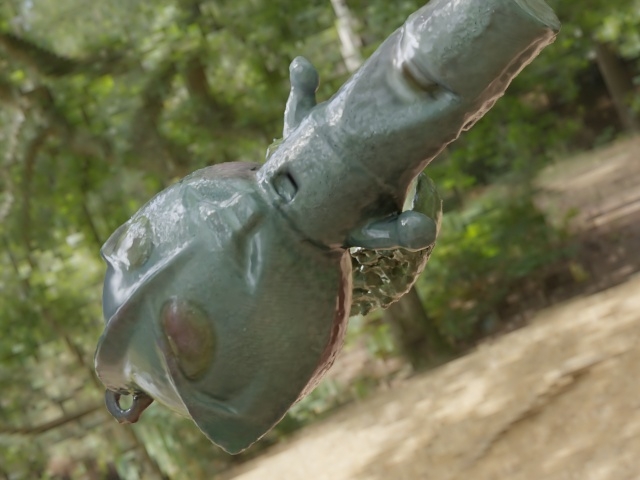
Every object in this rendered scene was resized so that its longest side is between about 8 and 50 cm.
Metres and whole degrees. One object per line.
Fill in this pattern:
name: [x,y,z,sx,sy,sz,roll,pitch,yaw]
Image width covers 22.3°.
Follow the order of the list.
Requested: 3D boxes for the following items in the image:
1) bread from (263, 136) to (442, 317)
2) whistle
bread: [0.000,0.000,1.122,0.172,0.064,0.232,-42,27,-2]
whistle: [-0.011,-0.011,0.868,0.134,0.142,0.346,27,-60,-35]
